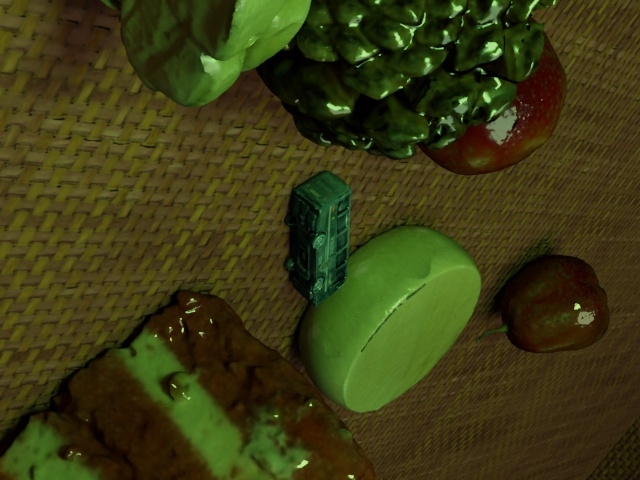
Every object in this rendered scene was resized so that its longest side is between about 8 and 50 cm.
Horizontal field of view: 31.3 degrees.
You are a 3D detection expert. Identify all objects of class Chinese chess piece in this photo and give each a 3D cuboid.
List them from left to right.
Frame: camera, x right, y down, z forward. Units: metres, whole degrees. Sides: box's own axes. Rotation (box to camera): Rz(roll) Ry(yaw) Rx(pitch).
[{"bbox_3d":[0.085,0.095,1.410,0.251,0.097,0.251,-33,150,-23],"label":"Chinese chess piece"}]

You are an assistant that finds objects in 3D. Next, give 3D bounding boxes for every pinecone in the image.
[{"bbox_3d":[0.061,-0.183,0.890,0.243,0.243,0.257,-51,-179,11],"label":"pinecone"}]

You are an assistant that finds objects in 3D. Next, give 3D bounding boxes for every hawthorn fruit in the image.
[{"bbox_3d":[0.147,-0.148,1.117,0.188,0.169,0.169,-6,133,-45],"label":"hawthorn fruit"},{"bbox_3d":[0.329,0.110,1.719,0.203,0.163,0.163,-23,152,6],"label":"hawthorn fruit"}]

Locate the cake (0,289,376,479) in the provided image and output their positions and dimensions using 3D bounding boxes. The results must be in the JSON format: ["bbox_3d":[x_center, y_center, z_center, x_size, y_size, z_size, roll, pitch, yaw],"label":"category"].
[{"bbox_3d":[-0.130,0.265,1.164,0.319,0.269,0.270,-39,151,-14],"label":"cake"}]

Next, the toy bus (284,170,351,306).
[{"bbox_3d":[0.000,0.000,1.225,0.065,0.047,0.166,-35,150,-25],"label":"toy bus"}]

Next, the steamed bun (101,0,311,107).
[{"bbox_3d":[-0.078,-0.185,0.743,0.106,0.177,0.192,-26,151,-38],"label":"steamed bun"}]
